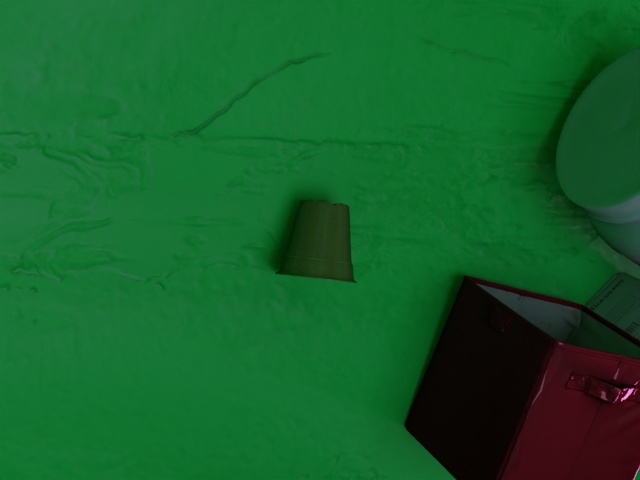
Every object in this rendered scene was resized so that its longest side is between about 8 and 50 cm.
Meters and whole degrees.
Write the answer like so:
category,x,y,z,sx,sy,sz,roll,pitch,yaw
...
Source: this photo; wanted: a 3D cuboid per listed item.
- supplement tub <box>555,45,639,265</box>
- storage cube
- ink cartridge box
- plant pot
category,x,y,z,sx,sy,sz,roll,pitch,yaw
supplement tub,0.441,-0.053,1.355,0.325,0.235,0.235,29,90,-29
storage cube,0.236,0.173,1.336,0.183,0.215,0.193,14,104,-29
ink cartridge box,0.368,0.098,1.427,0.088,0.122,0.052,-42,122,-9
plant pot,0.000,0.000,1.251,0.083,0.083,0.079,8,87,-28
